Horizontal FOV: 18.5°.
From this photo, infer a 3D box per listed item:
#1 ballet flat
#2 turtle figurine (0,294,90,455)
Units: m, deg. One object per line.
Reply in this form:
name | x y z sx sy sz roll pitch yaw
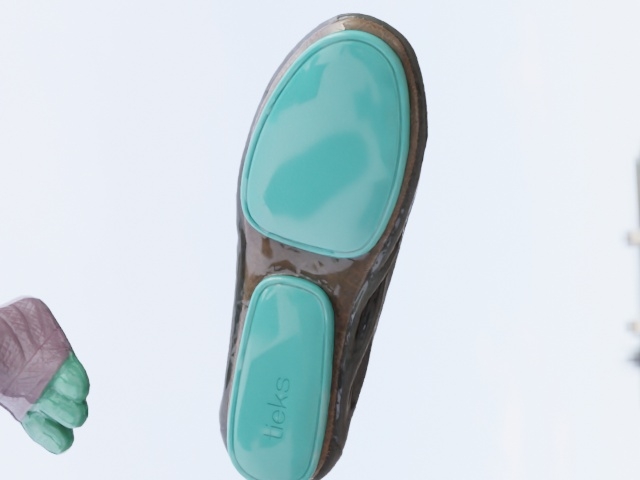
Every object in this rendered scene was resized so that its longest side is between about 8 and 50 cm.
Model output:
ballet flat | 0.000 0.000 1.050 0.096 0.095 0.280 -50 -23 -62
turtle figurine | -0.201 0.070 0.628 0.234 0.175 0.118 -10 -86 -42
